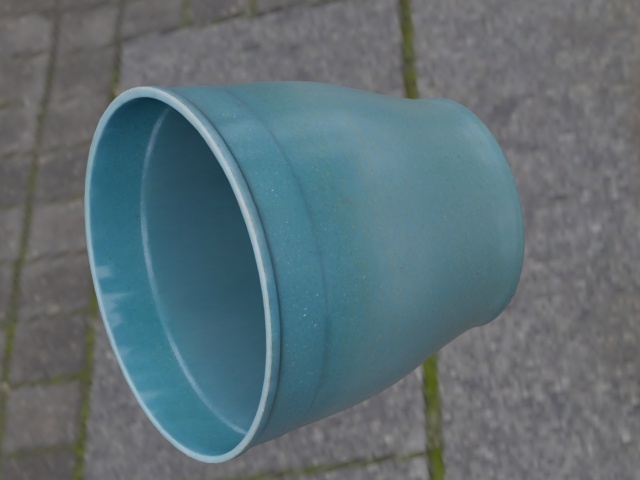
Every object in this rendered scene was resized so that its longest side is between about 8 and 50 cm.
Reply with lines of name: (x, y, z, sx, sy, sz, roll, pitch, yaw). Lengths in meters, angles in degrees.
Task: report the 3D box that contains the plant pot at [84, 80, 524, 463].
plant pot: (0.000, 0.000, 1.397, 0.255, 0.271, 0.271, -14, 41, -30)
